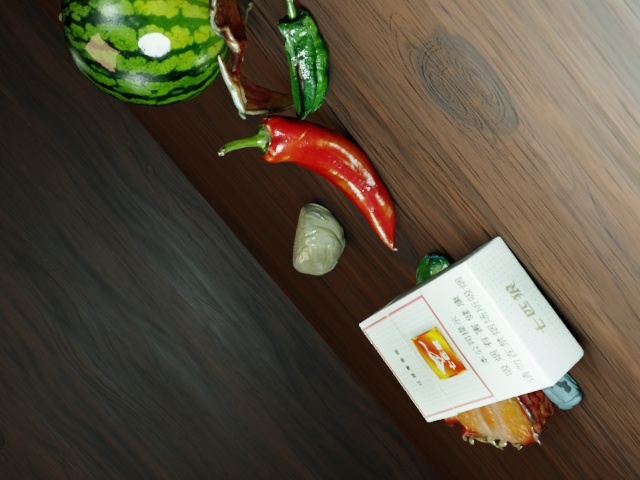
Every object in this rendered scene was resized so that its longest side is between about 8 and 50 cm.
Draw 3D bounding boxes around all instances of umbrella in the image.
[{"bbox_3d":[0.338,0.178,1.247,0.250,0.052,0.053,49,169,-5],"label":"umbrella"}]

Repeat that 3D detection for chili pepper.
[{"bbox_3d":[-0.023,-0.267,1.135,0.278,0.065,0.122,82,166,-60],"label":"chili pepper"},{"bbox_3d":[0.213,0.080,1.386,0.098,0.061,0.224,58,175,16],"label":"chili pepper"},{"bbox_3d":[0.012,-0.119,1.269,0.369,0.137,0.092,27,158,-24],"label":"chili pepper"}]

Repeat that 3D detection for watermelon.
[{"bbox_3d":[-0.273,-0.360,1.217,0.285,0.285,0.285,47,168,13],"label":"watermelon"}]

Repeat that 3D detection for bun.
[{"bbox_3d":[0.000,0.000,1.775,0.114,0.166,0.173,7,-177,-10],"label":"bun"}]

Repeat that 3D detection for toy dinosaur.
[{"bbox_3d":[-0.098,-0.318,1.150,0.206,0.113,0.327,-82,-13,-55],"label":"toy dinosaur"}]

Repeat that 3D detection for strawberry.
[{"bbox_3d":[0.299,0.237,1.384,0.280,0.150,0.253,54,151,8],"label":"strawberry"}]

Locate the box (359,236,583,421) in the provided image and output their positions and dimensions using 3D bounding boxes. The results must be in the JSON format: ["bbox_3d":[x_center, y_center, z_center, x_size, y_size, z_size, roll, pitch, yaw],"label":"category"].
[{"bbox_3d":[0.220,0.153,1.192,0.210,0.095,0.330,55,149,4],"label":"box"}]
